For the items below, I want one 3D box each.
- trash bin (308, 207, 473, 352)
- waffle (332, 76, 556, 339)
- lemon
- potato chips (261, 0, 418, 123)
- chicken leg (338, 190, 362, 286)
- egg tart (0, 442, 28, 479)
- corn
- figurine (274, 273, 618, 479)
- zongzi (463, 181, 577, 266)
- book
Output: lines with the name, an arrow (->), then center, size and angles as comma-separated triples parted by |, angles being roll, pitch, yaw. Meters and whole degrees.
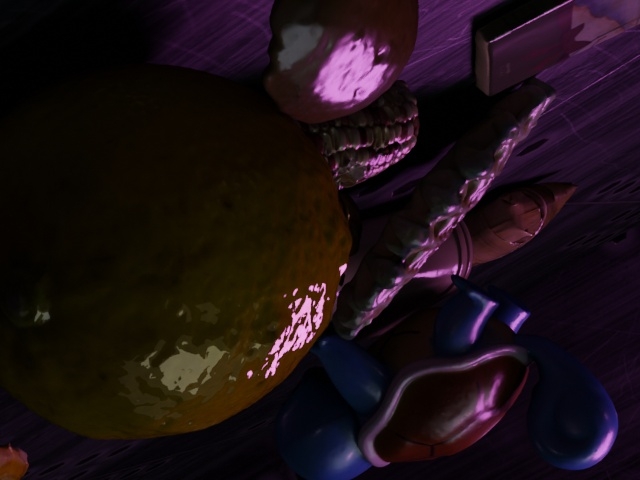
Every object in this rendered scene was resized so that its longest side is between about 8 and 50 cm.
trash bin -> 0.024, 0.055, 2.061 | 0.247, 0.121, 0.243 | -13, 163, -42
waffle -> 0.125, -0.038, 1.771 | 0.309, 0.056, 0.292 | -45, 173, -34
lemon -> -0.108, 0.004, 1.120 | 0.245, 0.245, 0.320 | -33, 174, 28
potato chips -> 0.025, -0.142, 1.103 | 0.150, 0.049, 0.202 | -68, 158, -3
chicken leg -> 0.002, -0.003, 1.801 | 0.085, 0.101, 0.207 | 6, 180, 3
egg tart -> -0.471, 0.278, 1.879 | 0.315, 0.120, 0.315 | -28, 170, -6
corn -> -0.026, -0.069, 1.379 | 0.290, 0.098, 0.098 | -19, 167, -41
figurine -> 0.143, 0.162, 2.053 | 0.416, 0.243, 0.298 | -7, 180, 18
zongzi -> 0.258, -0.025, 2.386 | 0.160, 0.078, 0.176 | -28, 180, 37
book -> 0.272, -0.225, 1.562 | 0.289, 0.026, 0.201 | -27, 168, 1
